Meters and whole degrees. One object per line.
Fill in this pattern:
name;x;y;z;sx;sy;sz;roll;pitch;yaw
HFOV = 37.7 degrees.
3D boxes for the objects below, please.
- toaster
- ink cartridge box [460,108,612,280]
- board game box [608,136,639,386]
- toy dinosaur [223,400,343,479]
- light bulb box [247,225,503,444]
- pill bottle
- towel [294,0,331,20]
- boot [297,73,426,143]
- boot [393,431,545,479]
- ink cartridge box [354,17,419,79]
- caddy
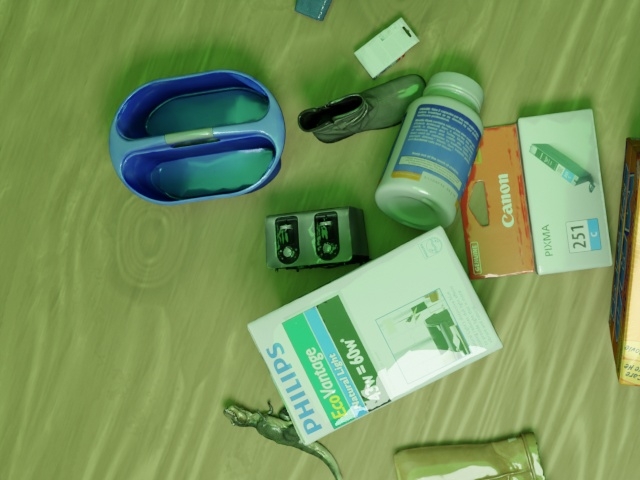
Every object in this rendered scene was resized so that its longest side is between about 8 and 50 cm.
toaster;0.000;0.000;1.769;0.168;0.186;0.110;-5;87;16
ink cartridge box;0.393;-0.082;1.761;0.261;0.066;0.296;-8;89;7
board game box;0.676;0.030;1.530;0.356;0.356;0.356;4;102;13
toy dinosaur;-0.052;0.361;1.829;0.268;0.064;0.118;28;102;5
light bulb box;0.105;0.159;1.654;0.361;0.358;0.225;-27;84;6
pill bottle;0.210;-0.168;1.710;0.152;0.152;0.272;19;67;8
towel;-0.003;-0.491;1.815;0.067;0.029;0.119;26;116;4
boot;0.084;-0.247;1.755;0.246;0.161;0.083;-23;87;7
boot;0.293;0.491;1.768;0.269;0.089;0.236;-13;76;7
ink cartridge box;0.129;-0.371;1.816;0.115;0.029;0.063;-37;85;5
caddy;-0.229;-0.194;1.792;0.341;0.179;0.241;-8;90;8
